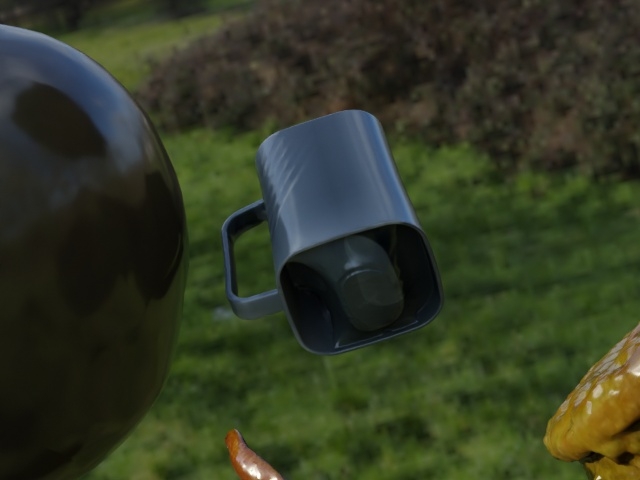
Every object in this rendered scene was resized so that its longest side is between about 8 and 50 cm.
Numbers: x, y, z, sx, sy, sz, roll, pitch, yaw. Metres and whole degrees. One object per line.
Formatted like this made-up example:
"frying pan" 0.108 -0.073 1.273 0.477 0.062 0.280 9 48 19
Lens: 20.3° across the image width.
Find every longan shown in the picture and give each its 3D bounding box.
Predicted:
"longan" -0.261 0.005 1.114 0.361 0.361 0.361 -15 15 4

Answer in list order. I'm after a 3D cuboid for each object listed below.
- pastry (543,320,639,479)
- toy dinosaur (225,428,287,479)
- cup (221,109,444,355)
"pastry" 0.236 0.072 0.942 0.235 0.132 0.240 -37 -7 -34
"toy dinosaur" 0.106 0.251 0.801 0.432 0.208 0.097 17 30 33
"cup" 0.000 0.000 1.114 0.128 0.095 0.129 -18 41 3
